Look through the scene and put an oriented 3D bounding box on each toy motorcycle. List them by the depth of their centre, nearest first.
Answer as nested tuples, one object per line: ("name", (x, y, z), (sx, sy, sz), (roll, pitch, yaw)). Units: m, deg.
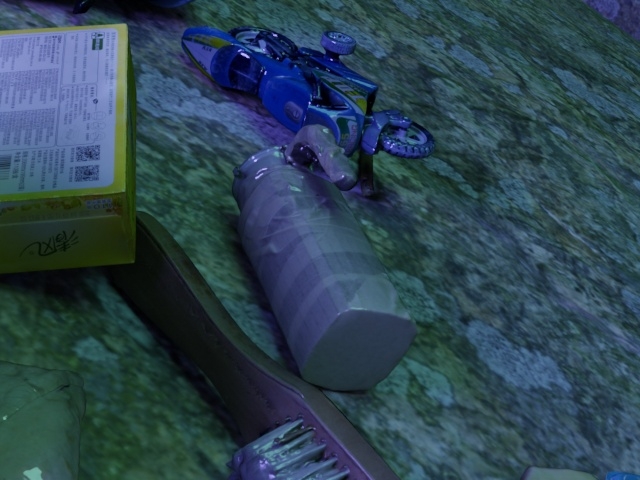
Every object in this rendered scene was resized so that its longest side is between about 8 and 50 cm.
("toy motorcycle", (-0.017, -0.135, 1.061), (0.254, 0.092, 0.135), (36, 34, 28))

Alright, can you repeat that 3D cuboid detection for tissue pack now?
("tissue pack", (-0.166, -0.062, 0.726), (0.095, 0.062, 0.176), (-5, 43, -5))

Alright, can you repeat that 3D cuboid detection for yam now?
("yam", (0.044, -0.068, 1.090), (0.014, 0.014, 0.107), (26, 27, -13))

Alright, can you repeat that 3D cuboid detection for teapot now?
("teapot", (0.000, 0.000, 0.817), (0.077, 0.107, 0.200), (11, 32, -32))

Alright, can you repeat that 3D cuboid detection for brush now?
("brush", (-0.046, 0.095, 0.658), (0.065, 0.070, 0.327), (-12, 48, -42))

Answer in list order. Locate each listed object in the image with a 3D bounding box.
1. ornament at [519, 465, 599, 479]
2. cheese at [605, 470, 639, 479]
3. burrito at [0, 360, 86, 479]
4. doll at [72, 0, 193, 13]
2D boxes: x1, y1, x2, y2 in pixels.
("ornament", (0.149, 0.215, 0.671), (0.180, 0.059, 0.201), (14, 29, -31))
("cheese", (0.251, 0.192, 0.862), (0.111, 0.017, 0.047), (11, 36, -37))
("burrito", (-0.140, 0.134, 0.483), (0.082, 0.059, 0.275), (11, 29, -9))
("doll", (-0.194, -0.303, 1.103), (0.314, 0.141, 0.177), (-24, 91, -47))
